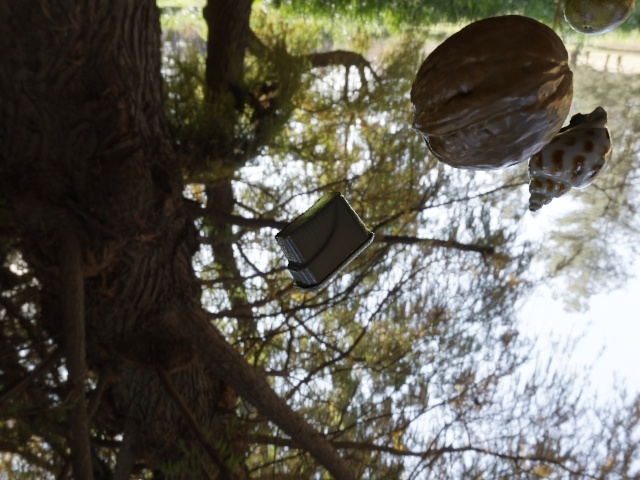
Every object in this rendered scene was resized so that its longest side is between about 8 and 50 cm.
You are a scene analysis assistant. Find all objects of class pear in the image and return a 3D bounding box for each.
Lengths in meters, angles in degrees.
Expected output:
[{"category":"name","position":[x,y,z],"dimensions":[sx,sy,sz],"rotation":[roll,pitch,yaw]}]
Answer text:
[{"category":"pear","position":[0.858,-0.724,1.421],"dimensions":[0.198,0.197,0.197],"rotation":[4,-156,-2]}]

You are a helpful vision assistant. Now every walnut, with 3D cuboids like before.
[{"category":"walnut","position":[0.351,-0.300,0.988],"dimensions":[0.333,0.332,0.332],"rotation":[4,-156,-2]}]

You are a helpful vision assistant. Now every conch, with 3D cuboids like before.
[{"category":"conch","position":[0.593,-0.191,1.126],"dimensions":[0.275,0.148,0.183],"rotation":[-35,-177,1]}]

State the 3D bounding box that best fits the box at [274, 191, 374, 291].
[{"category":"box","position":[0.000,0.000,1.344],"dimensions":[0.274,0.178,0.138],"rotation":[-41,-161,-21]}]
